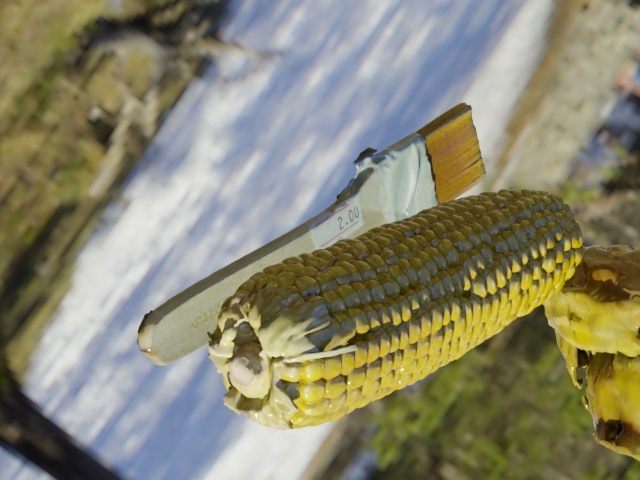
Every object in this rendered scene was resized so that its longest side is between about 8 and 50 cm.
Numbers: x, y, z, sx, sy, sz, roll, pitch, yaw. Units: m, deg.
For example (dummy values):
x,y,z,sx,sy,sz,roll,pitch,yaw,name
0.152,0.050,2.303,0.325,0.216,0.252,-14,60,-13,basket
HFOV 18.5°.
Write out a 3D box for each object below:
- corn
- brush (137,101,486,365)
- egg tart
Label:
x,y,z,sx,sy,sz,roll,pitch,yaw,name
0.048,0.032,1.100,0.260,0.091,0.091,-20,138,-40,corn
0.000,0.000,1.431,0.336,0.020,0.085,-33,126,-31,brush
0.261,0.103,1.219,0.123,0.294,0.294,-63,169,-4,egg tart
